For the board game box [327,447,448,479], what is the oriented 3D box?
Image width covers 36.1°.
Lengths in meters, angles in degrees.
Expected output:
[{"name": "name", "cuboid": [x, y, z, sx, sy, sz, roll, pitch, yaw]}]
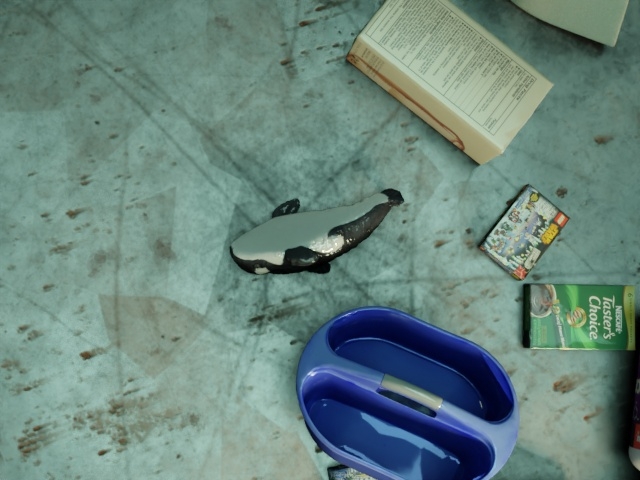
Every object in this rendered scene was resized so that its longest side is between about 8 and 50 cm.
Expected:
[{"name": "board game box", "cuboid": [0.126, 0.441, 1.570, 0.194, 0.060, 0.194, -11, 86, -7]}]

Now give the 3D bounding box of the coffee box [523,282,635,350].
[{"name": "coffee box", "cuboid": [0.432, 0.127, 1.639, 0.184, 0.040, 0.113, 3, 85, -6]}]

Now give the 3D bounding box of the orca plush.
[{"name": "orca plush", "cuboid": [0.000, 0.000, 1.597, 0.287, 0.102, 0.151, -30, 44, -18]}]

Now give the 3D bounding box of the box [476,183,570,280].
[{"name": "box", "cuboid": [0.341, -0.013, 1.647, 0.094, 0.027, 0.137, 39, 82, -3]}]

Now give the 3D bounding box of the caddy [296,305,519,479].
[{"name": "caddy", "cuboid": [0.128, 0.245, 1.491, 0.341, 0.179, 0.241, 23, 70, 5]}]

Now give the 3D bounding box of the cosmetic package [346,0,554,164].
[{"name": "cosmetic package", "cuboid": [0.206, -0.277, 1.602, 0.296, 0.129, 0.153, 39, 81, -2]}]

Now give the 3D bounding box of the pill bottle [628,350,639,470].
[{"name": "pill bottle", "cuboid": [0.596, 0.272, 1.576, 0.181, 0.181, 0.323, 9, 84, -6]}]

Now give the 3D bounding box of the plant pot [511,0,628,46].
[{"name": "plant pot", "cuboid": [0.399, -0.494, 1.594, 0.252, 0.248, 0.247, 16, 83, 13]}]
